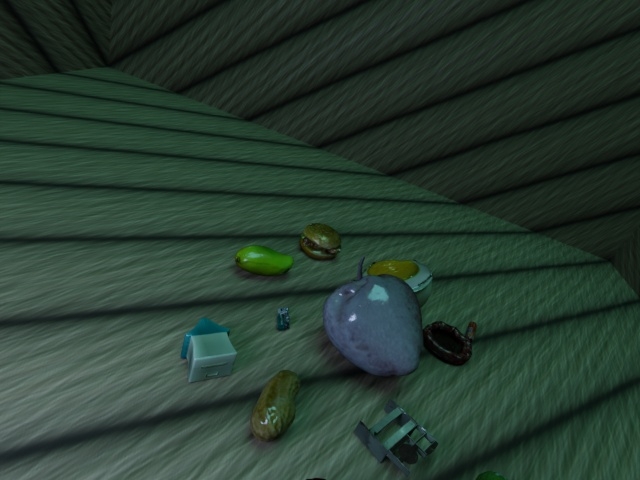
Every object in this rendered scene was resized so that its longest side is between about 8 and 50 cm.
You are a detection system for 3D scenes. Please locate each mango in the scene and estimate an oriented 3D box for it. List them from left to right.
[{"bbox_3d":[-0.215,0.077,1.568,0.233,0.111,0.125,4,38,-29],"label":"mango"}]

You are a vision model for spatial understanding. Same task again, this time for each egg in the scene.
[{"bbox_3d":[0.303,0.197,1.646,0.287,0.173,0.264,2,25,17],"label":"egg"}]

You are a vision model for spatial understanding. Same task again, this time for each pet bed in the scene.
[{"bbox_3d":[0.482,0.385,1.551,0.202,0.053,0.201,19,32,-12],"label":"pet bed"}]

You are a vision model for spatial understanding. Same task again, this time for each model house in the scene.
[{"bbox_3d":[-0.318,0.301,1.146,0.127,0.100,0.148,0,38,-32],"label":"model house"}]

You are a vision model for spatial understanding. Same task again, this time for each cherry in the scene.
[{"bbox_3d":[0.168,0.266,1.317,0.327,0.291,0.334,11,57,-16],"label":"cherry"}]

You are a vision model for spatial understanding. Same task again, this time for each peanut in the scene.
[{"bbox_3d":[-0.112,0.428,1.074,0.108,0.095,0.226,36,26,-5],"label":"peanut"}]

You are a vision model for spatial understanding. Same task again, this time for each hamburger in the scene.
[{"bbox_3d":[0.009,0.003,1.824,0.191,0.117,0.182,37,37,19],"label":"hamburger"}]

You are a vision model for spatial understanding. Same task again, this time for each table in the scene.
[{"bbox_3d":[0.206,0.539,1.115,0.146,0.062,0.175,-13,43,-44],"label":"table"}]

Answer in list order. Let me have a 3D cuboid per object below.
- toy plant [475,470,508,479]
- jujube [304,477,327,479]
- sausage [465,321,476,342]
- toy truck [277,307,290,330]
[{"bbox_3d":[0.419,0.661,0.964,0.235,0.175,0.218,33,25,-41],"label":"toy plant"},{"bbox_3d":[0.008,0.594,0.816,0.168,0.168,0.236,8,26,-21],"label":"jujube"},{"bbox_3d":[0.611,0.376,1.660,0.034,0.034,0.129,29,30,14],"label":"sausage"},{"bbox_3d":[-0.126,0.265,1.385,0.044,0.039,0.083,-1,35,-9],"label":"toy truck"}]
